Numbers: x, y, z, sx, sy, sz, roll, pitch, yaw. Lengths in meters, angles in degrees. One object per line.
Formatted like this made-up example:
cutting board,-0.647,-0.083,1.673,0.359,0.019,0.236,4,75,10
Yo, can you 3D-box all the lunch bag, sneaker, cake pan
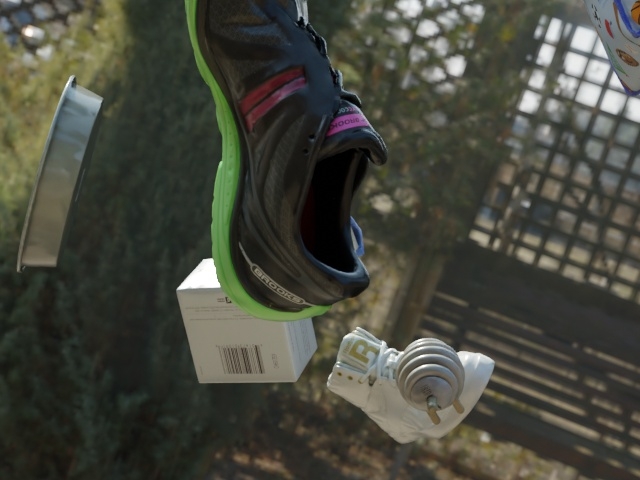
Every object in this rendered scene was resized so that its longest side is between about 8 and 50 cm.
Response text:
lunch bag,0.567,-0.504,2.167,0.239,0.385,0.328,-22,-15,6
sneaker,0.102,0.183,1.597,0.169,0.108,0.292,35,-29,-6
sneaker,-0.021,-0.151,1.333,0.202,0.483,0.185,-1,10,33
cake pan,-0.369,-0.089,1.706,0.054,0.293,0.293,16,8,-9

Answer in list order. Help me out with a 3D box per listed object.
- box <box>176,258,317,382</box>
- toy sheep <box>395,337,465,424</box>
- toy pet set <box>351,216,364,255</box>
box,-0.119,0.131,1.969,0.181,0.182,0.119,-3,23,19
toy sheep,0.132,0.165,1.416,0.091,0.091,0.132,18,22,-11
toy pet set,0.000,0.000,1.798,0.114,0.122,0.065,-17,9,18
